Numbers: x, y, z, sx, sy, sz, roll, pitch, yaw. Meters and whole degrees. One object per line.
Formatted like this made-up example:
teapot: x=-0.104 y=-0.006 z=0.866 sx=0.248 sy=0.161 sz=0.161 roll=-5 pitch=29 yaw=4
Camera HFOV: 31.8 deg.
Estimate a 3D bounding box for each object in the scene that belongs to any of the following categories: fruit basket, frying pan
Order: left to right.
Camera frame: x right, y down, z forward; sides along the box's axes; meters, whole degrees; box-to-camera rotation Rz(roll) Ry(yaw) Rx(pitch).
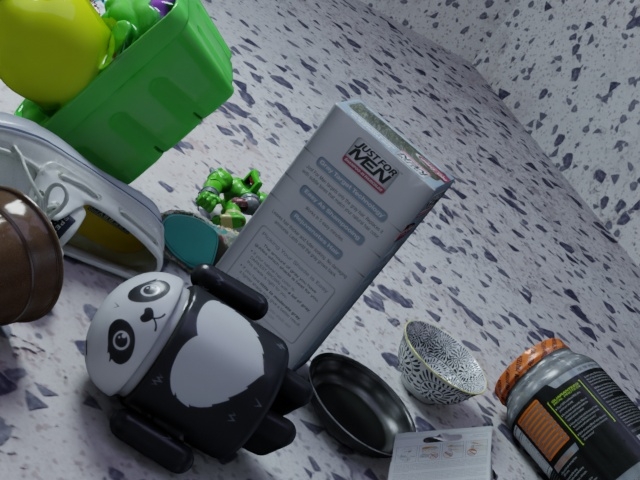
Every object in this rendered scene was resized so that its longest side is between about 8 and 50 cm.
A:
fruit basket: x=-0.351 y=-0.267 z=1.625 sx=0.392 sy=0.392 sz=0.283 roll=29 pitch=24 yaw=-21
frying pan: x=0.106 y=0.266 z=1.690 sx=0.326 sy=0.053 sz=0.197 roll=22 pitch=28 yaw=-36

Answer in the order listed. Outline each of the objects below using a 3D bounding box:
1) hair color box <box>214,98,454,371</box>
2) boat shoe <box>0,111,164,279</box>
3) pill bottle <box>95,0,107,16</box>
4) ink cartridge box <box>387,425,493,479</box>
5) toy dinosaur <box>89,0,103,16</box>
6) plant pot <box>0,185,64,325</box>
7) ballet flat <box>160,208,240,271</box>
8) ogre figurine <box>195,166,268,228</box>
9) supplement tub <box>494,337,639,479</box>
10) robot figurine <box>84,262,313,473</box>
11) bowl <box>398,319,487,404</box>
hair color box: x=0.000 y=0.000 z=1.619 sx=0.185 sy=0.374 sz=0.113 roll=42 pitch=22 yaw=10
boat shoe: x=-0.359 y=-0.036 z=1.501 sx=0.367 sy=0.136 sz=0.156 roll=33 pitch=24 yaw=-37
pill bottle: x=-0.381 y=-0.354 z=2.040 sx=0.264 sy=0.146 sz=0.146 roll=48 pitch=24 yaw=23
ink cartridge box: x=0.163 y=0.329 z=1.522 sx=0.179 sy=0.145 sz=0.045 roll=-71 pitch=150 yaw=-59
toy dinosaur: x=-0.415 y=-0.382 z=1.911 sx=0.127 sy=0.200 sz=0.296 roll=12 pitch=57 yaw=-81
plant pot: x=-0.404 y=0.036 z=1.249 sx=0.167 sy=0.167 sz=0.165 roll=43 pitch=31 yaw=13
ballet flat: x=-0.173 y=0.012 z=1.755 sx=0.241 sy=0.091 sz=0.077 roll=25 pitch=-5 yaw=-38
ogre figurine: x=-0.128 y=-0.056 z=1.908 sx=0.197 sy=0.097 sz=0.118 roll=12 pitch=41 yaw=-20
supplement tub: x=0.449 y=0.328 z=1.899 sx=0.193 sy=0.194 sz=0.316 roll=8 pitch=38 yaw=-51
robot figurine: x=-0.148 y=0.154 z=1.363 sx=0.278 sy=0.174 sz=0.209 roll=33 pitch=20 yaw=-13
bowl: x=0.185 y=0.218 z=1.866 sx=0.170 sy=0.080 sz=0.170 roll=32 pitch=23 yaw=-15
